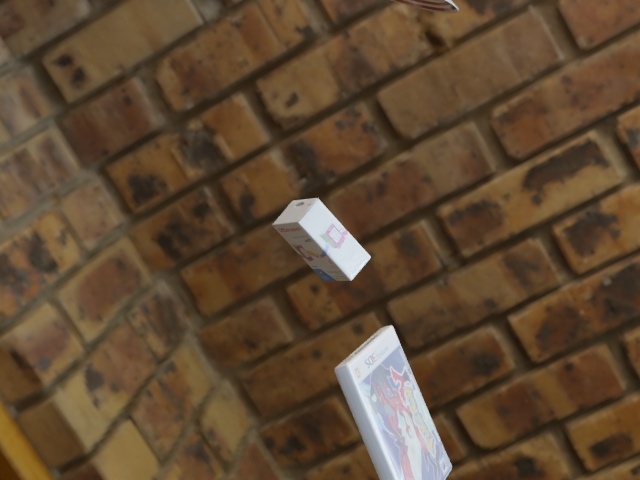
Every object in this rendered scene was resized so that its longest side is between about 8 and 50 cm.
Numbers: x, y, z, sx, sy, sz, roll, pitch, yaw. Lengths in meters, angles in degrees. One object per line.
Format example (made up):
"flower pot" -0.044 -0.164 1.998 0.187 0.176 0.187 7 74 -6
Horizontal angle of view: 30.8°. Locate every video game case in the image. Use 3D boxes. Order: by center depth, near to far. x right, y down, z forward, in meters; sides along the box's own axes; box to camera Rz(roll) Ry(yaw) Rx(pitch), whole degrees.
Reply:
"video game case" 0.092 0.217 1.388 0.023 0.201 0.183 -21 -177 22

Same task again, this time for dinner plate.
"dinner plate" 0.059 -0.234 1.043 0.141 0.141 0.017 -141 -111 -78

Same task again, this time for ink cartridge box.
"ink cartridge box" 0.000 0.000 1.686 0.052 0.122 0.088 -48 -161 -21
